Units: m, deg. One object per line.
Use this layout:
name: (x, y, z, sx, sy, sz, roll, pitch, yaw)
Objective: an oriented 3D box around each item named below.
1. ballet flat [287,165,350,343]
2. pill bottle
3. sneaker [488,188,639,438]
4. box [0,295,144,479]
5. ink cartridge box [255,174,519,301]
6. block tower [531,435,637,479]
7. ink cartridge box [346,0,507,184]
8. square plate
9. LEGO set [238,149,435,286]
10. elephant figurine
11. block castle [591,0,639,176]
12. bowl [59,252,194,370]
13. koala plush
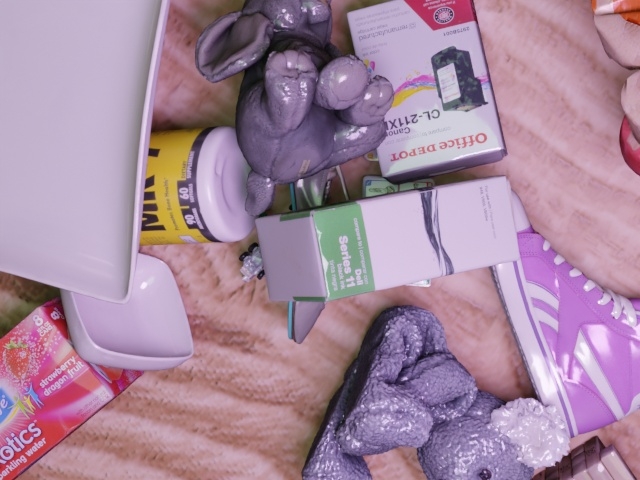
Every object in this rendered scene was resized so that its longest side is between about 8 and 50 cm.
ballet flat: (0.000, 0.000, 1.295, 0.068, 0.072, 0.213, 0, 89, 3)
pill bottle: (-0.177, -0.054, 1.318, 0.209, 0.119, 0.119, -3, 97, 25)
sneaker: (0.266, 0.053, 1.298, 0.161, 0.102, 0.282, -21, 104, 6)
box: (-0.339, 0.184, 1.387, 0.257, 0.122, 0.128, -38, 90, 12)
ink cartridge box: (0.063, -0.001, 1.212, 0.208, 0.153, 0.086, -11, 92, -22)
block tower: (0.193, 0.335, 1.344, 0.335, 0.097, 0.091, -35, 91, 13)
ink cartridge box: (0.110, -0.157, 1.286, 0.127, 0.072, 0.175, -13, 85, 9)
square plate: (-0.290, -0.136, 1.284, 0.344, 0.049, 0.347, 12, 97, 32)
LEGO set: (0.001, -0.044, 1.358, 0.244, 0.060, 0.182, 2, 86, 7)
elephant figurine: (-0.033, -0.186, 1.251, 0.186, 0.169, 0.239, -20, 56, -9)
block castle: (0.404, -0.284, 1.141, 0.303, 0.213, 0.453, -3, 80, 18)
bowl: (-0.213, 0.078, 1.338, 0.053, 0.142, 0.142, -44, 52, 32)
koala plush: (0.129, 0.189, 1.293, 0.221, 0.203, 0.196, 27, 140, -4)
